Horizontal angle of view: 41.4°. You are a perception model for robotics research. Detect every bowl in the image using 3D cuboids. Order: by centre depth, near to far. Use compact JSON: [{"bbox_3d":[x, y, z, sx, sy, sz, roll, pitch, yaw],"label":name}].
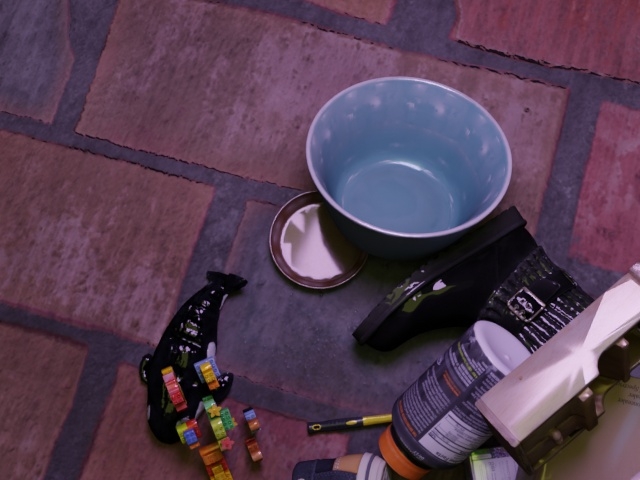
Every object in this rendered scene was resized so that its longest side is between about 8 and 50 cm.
[{"bbox_3d":[0.127,-0.091,1.334,0.312,0.163,0.311,2,57,-4],"label":"bowl"}]

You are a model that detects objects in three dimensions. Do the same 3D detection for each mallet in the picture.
[{"bbox_3d":[0.076,0.293,1.331,0.190,0.039,0.062,-15,78,4],"label":"mallet"}]

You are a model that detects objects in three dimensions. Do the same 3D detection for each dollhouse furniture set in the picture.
[{"bbox_3d":[0.407,0.263,0.936,0.256,0.362,0.394,-40,57,-2],"label":"dollhouse furniture set"}]

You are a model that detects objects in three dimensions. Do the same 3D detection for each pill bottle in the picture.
[{"bbox_3d":[0.190,0.239,1.216,0.130,0.130,0.245,47,115,12],"label":"pill bottle"}]

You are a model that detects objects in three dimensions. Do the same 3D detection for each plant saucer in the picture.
[{"bbox_3d":[0.000,0.000,1.411,0.169,0.029,0.168,-1,75,4],"label":"plant saucer"}]

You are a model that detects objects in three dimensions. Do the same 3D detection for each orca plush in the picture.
[{"bbox_3d":[-0.201,0.177,1.336,0.151,0.102,0.287,31,79,10],"label":"orca plush"}]

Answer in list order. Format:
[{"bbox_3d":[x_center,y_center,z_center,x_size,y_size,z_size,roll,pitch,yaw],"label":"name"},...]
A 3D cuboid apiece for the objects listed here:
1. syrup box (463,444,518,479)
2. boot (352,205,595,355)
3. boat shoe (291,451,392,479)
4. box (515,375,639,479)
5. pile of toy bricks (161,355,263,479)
[{"bbox_3d":[0.341,0.346,1.270,0.237,0.093,0.096,-9,76,1],"label":"syrup box"},{"bbox_3d":[0.251,0.135,1.311,0.348,0.131,0.260,-34,80,-3],"label":"boot"},{"bbox_3d":[-0.004,0.548,1.197,0.156,0.187,0.500,4,71,14],"label":"boat shoe"},{"bbox_3d":[0.351,0.328,1.158,0.148,0.121,0.311,13,85,1],"label":"box"},{"bbox_3d":[-0.153,0.278,1.266,0.118,0.105,0.212,-23,104,-10],"label":"pile of toy bricks"}]
